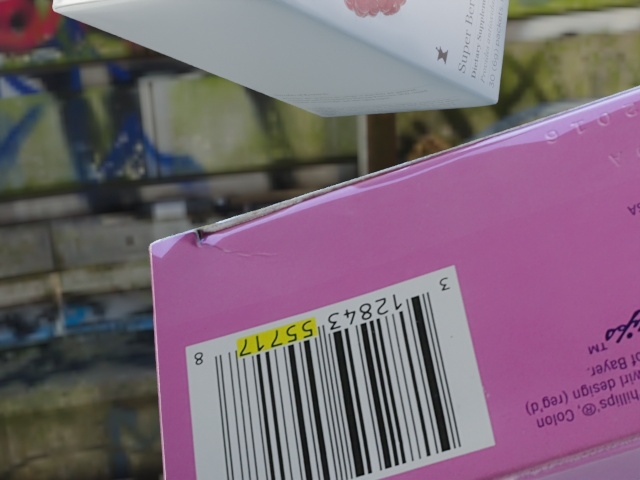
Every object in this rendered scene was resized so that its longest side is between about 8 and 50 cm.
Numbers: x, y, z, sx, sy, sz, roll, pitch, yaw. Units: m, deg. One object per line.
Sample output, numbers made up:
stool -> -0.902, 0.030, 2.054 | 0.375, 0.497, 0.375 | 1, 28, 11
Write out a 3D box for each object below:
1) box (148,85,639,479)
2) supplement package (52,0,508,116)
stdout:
box -> 0.090, 0.080, 0.503 | 0.213, 0.243, 0.117 | -17, 51, 11
supplement package -> -0.014, -0.209, 1.074 | 0.175, 0.178, 0.293 | 0, -10, 40
